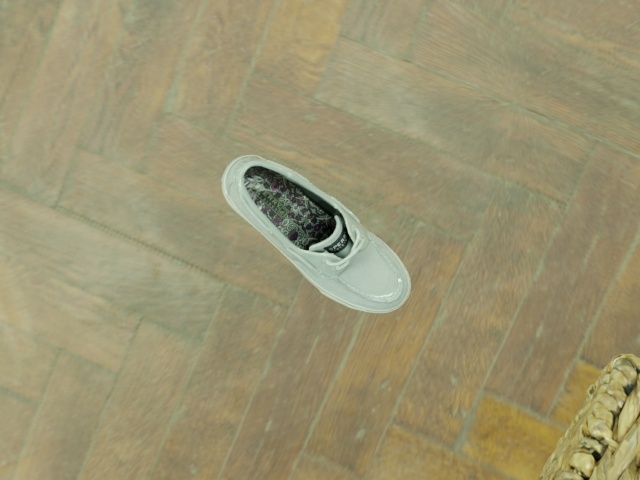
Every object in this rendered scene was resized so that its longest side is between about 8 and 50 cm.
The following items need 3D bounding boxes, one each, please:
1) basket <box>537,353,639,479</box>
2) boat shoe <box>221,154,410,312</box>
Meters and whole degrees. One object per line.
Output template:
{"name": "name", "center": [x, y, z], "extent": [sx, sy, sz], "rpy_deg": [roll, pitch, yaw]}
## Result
{"name": "basket", "center": [0.237, 0.236, 0.692], "extent": [0.223, 0.213, 0.299], "rpy_deg": [26, 146, 14]}
{"name": "boat shoe", "center": [0.000, -0.001, 1.017], "extent": [0.227, 0.081, 0.079], "rpy_deg": [37, 84, -12]}
